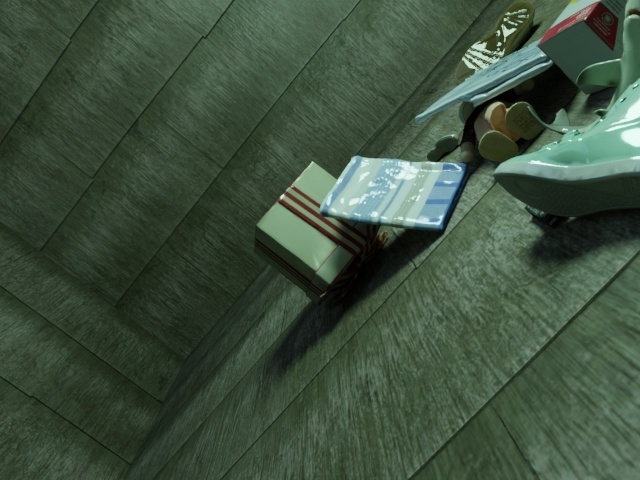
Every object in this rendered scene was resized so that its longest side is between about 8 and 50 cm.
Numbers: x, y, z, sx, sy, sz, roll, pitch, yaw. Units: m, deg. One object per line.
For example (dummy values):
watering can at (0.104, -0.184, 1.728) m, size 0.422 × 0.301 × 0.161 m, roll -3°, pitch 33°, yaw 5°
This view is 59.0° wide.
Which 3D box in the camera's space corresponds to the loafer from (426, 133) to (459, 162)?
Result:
loafer at (0.328, -0.253, 1.501) m, size 0.039 × 0.045 × 0.125 m, roll -48°, pitch 4°, yaw -31°

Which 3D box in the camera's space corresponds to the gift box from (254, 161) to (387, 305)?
gift box at (0.000, 0.000, 1.372) m, size 0.255 × 0.258 × 0.276 m, roll -51°, pitch -5°, yaw -14°

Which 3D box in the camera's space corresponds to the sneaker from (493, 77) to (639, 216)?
sneaker at (0.336, -0.114, 0.686) m, size 0.151 × 0.094 × 0.256 m, roll -58°, pitch 24°, yaw -12°

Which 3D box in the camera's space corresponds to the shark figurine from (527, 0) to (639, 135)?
shark figurine at (0.417, -0.198, 0.769) m, size 0.116 × 0.166 × 0.278 m, roll -27°, pitch -16°, yaw -16°

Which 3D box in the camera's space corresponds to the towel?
towel at (0.157, -0.108, 1.220) m, size 0.285 × 0.034 × 0.209 m, roll 9°, pitch 48°, yaw 29°

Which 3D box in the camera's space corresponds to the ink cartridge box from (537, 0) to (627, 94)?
ink cartridge box at (0.474, -0.354, 0.908) m, size 0.176 × 0.128 × 0.127 m, roll -52°, pitch 9°, yaw -8°

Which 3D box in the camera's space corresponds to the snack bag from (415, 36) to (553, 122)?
snack bag at (0.394, -0.358, 1.199) m, size 0.323 × 0.037 × 0.342 m, roll -40°, pitch 14°, yaw -36°

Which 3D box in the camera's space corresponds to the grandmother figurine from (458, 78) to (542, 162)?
grandmother figurine at (0.362, -0.261, 1.195) m, size 0.208 × 0.104 × 0.342 m, roll -39°, pitch 14°, yaw 14°

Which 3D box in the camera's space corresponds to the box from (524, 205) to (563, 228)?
box at (0.325, -0.055, 0.785) m, size 0.067 × 0.018 × 0.083 m, roll -49°, pitch 9°, yaw 12°

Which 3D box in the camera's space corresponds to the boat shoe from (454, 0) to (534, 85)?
boat shoe at (0.516, -0.553, 1.657) m, size 0.302 × 0.109 × 0.098 m, roll -51°, pitch -31°, yaw 2°
